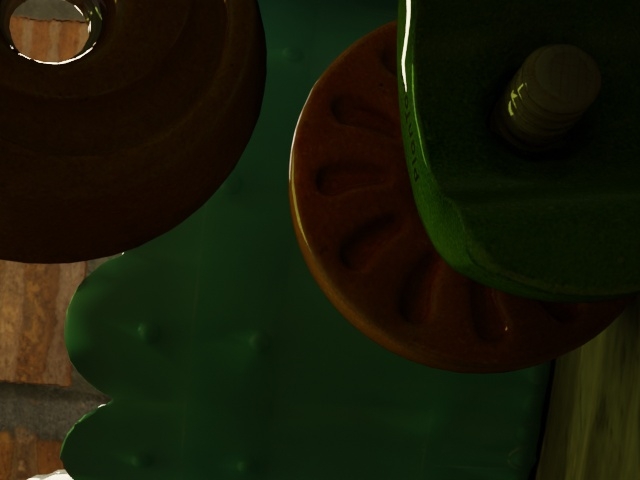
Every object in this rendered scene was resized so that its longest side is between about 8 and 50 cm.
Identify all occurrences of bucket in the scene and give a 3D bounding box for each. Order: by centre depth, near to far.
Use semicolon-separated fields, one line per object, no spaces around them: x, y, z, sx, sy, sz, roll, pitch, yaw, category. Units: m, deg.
-0.001;0.008;0.756;0.281;0.183;0.281;-174;90;-89;bucket

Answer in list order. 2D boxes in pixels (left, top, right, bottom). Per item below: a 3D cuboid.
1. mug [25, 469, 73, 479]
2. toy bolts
-0.102;0.270;1.194;0.374;0.328;0.276;96;179;-66;mug
-0.019;-0.076;0.464;0.158;0.218;0.228;127;141;-70;toy bolts
